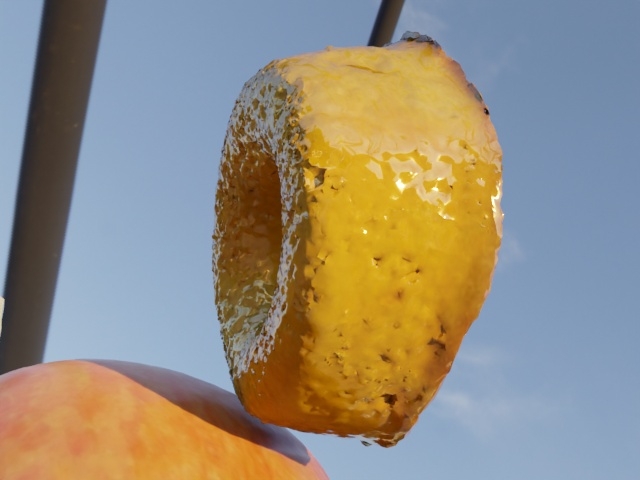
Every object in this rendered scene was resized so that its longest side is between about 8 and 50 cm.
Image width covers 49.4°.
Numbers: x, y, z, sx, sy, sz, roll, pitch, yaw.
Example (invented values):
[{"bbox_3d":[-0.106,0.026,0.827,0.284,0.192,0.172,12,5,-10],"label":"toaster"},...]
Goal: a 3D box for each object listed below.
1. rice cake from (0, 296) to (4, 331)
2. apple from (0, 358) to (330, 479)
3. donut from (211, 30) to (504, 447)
[{"bbox_3d":[-0.540,0.178,1.111,0.040,0.226,0.085,15,-57,-27],"label":"rice cake"},{"bbox_3d":[-0.150,0.272,0.450,0.347,0.391,0.391,25,-31,58],"label":"apple"},{"bbox_3d":[-0.001,0.002,0.459,0.109,0.277,0.277,1,-41,-21],"label":"donut"}]
